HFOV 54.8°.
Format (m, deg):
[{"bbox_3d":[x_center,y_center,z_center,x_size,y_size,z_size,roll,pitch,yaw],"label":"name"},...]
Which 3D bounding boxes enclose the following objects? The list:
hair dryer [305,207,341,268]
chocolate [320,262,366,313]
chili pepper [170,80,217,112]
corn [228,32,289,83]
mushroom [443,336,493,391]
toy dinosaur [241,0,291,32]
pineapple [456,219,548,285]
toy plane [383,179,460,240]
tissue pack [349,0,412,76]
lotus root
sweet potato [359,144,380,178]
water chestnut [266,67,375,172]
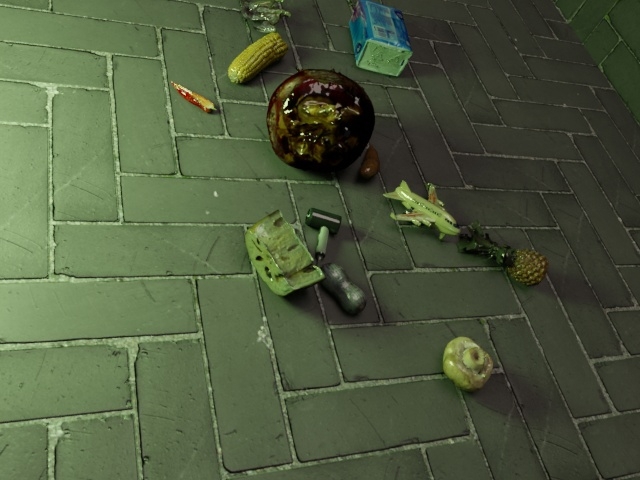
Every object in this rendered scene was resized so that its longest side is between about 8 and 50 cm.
[{"bbox_3d":[0.000,0.000,1.761,0.100,0.057,0.198,15,56,-11],"label":"hair dryer"},{"bbox_3d":[0.059,0.128,1.672,0.072,0.072,0.167,-29,72,-37],"label":"chocolate"},{"bbox_3d":[-0.401,-0.447,1.935,0.178,0.027,0.045,32,44,1],"label":"chili pepper"},{"bbox_3d":[-0.216,-0.621,2.111,0.101,0.101,0.292,36,53,5],"label":"corn"},{"bbox_3d":[0.389,0.328,1.638,0.147,0.112,0.148,9,61,-17],"label":"mushroom"},{"bbox_3d":[-0.203,-0.840,2.269,0.162,0.077,0.294,-19,38,-18],"label":"toy dinosaur"},{"bbox_3d":[0.573,0.037,1.942,0.277,0.119,0.130,26,67,-1],"label":"pineapple"},{"bbox_3d":[0.327,-0.093,1.938,0.256,0.104,0.242,45,48,12],"label":"toy plane"},{"bbox_3d":[0.227,-0.785,2.394,0.198,0.146,0.264,8,51,-20],"label":"tissue pack"},{"bbox_3d":[-0.101,0.047,1.620,0.118,0.138,0.235,-27,69,-31],"label":"lotus root"},{"bbox_3d":[0.167,-0.252,2.019,0.068,0.068,0.226,26,35,-4],"label":"sweet potato"},{"bbox_3d":[0.006,-0.356,1.854,0.334,0.336,0.347,12,15,-15],"label":"water chestnut"}]
